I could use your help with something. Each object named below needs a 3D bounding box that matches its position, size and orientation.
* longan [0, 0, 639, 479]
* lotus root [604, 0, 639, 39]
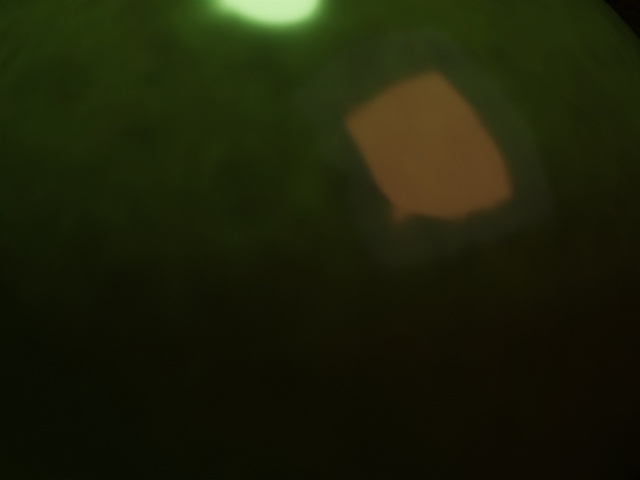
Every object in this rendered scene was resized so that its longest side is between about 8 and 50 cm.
[{"bbox_3d":[0.000,0.000,0.427,0.248,0.248,0.248,26,40,-24],"label":"longan"},{"bbox_3d":[0.085,-0.163,0.544,0.397,0.179,0.196,18,87,-39],"label":"lotus root"}]
